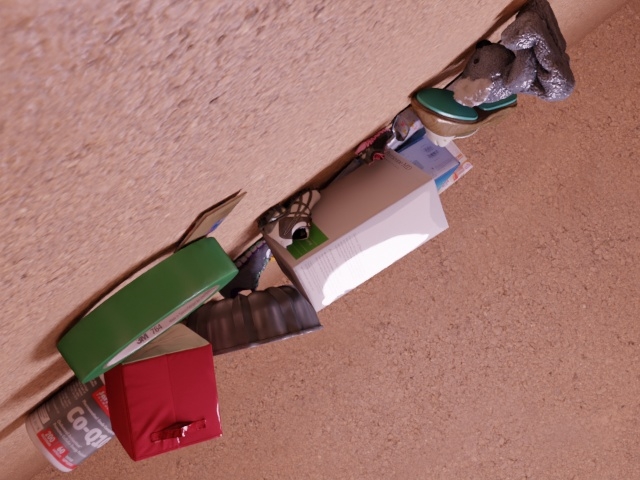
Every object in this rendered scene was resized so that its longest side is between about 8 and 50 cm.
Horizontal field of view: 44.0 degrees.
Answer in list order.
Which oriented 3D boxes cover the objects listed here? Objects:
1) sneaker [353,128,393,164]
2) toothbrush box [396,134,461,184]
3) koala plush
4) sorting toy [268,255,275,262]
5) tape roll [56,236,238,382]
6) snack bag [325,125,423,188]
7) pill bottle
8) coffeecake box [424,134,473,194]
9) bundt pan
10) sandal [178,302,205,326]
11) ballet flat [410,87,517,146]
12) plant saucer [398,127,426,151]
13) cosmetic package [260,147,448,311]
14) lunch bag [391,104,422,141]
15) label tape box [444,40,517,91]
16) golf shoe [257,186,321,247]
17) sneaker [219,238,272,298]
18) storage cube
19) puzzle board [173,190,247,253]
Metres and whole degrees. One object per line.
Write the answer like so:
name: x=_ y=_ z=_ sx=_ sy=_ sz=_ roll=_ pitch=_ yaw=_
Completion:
sneaker: x=0.127 y=-0.204 z=1.750 sx=0.119 sy=0.057 sz=0.047 roll=-38 pitch=175 yaw=-37
toothbrush box: x=0.210 y=-0.124 z=2.138 sx=0.216 sy=0.126 sz=0.295 roll=-33 pitch=164 yaw=-37
koala plush: x=0.387 y=-0.351 z=1.628 sx=0.221 sy=0.203 sz=0.196 roll=-20 pitch=-162 yaw=32
sorting toy: x=0.000 y=0.000 z=2.237 sx=0.347 sy=0.047 sz=0.196 roll=-26 pitch=143 yaw=-22
tape roll: x=-0.289 y=0.117 z=1.347 sx=0.321 sy=0.077 sz=0.321 roll=-36 pitch=177 yaw=-2
snack bag: x=0.122 y=-0.195 z=1.997 sx=0.342 sy=0.037 sz=0.323 roll=-43 pitch=176 yaw=15
pill bottle: x=-0.511 y=0.378 z=1.810 sx=0.283 sy=0.161 sz=0.161 roll=-38 pitch=176 yaw=-8
coffeecake box: x=0.333 y=-0.243 z=2.287 sx=0.068 sy=0.185 sz=0.142 roll=-37 pitch=176 yaw=-24
bundt pan: x=-0.165 y=0.185 z=1.842 sx=0.330 sy=0.124 sz=0.331 roll=-13 pitch=176 yaw=-1
sandal: x=-0.312 y=0.180 z=1.975 sx=0.240 sy=0.088 sz=0.079 roll=-70 pitch=180 yaw=-71
ballet flat: x=0.303 y=-0.271 z=1.740 sx=0.342 sy=0.116 sz=0.124 roll=-20 pitch=150 yaw=-43
plant saucer: x=0.248 y=-0.277 z=2.171 sx=0.119 sy=0.021 sz=0.119 roll=-45 pitch=-171 yaw=9
cosmetic package: x=0.077 y=-0.029 z=1.778 sx=0.365 sy=0.155 sz=0.197 roll=-34 pitch=-142 yaw=-10
lunch bag: x=0.198 y=-0.264 z=1.763 sx=0.071 sy=0.053 sz=0.083 roll=-40 pitch=167 yaw=-19
label tape box: x=0.419 y=-0.386 z=1.972 sx=0.347 sy=0.115 sz=0.249 roll=-41 pitch=176 yaw=13
golf shoe: x=-0.050 y=-0.046 z=1.693 sx=0.198 sy=0.094 sz=0.077 roll=-37 pitch=175 yaw=-45
sneaker: x=-0.162 y=0.073 z=1.983 sx=0.223 sy=0.098 sz=0.083 roll=-39 pitch=176 yaw=10
storage cube: x=-0.317 y=0.293 z=1.569 sx=0.183 sy=0.193 sz=0.215 roll=-11 pitch=-169 yaw=-26
puzzle board: x=-0.178 y=-0.029 z=1.262 sx=0.096 sy=0.011 sz=0.128 roll=-37 pitch=177 yaw=-43
